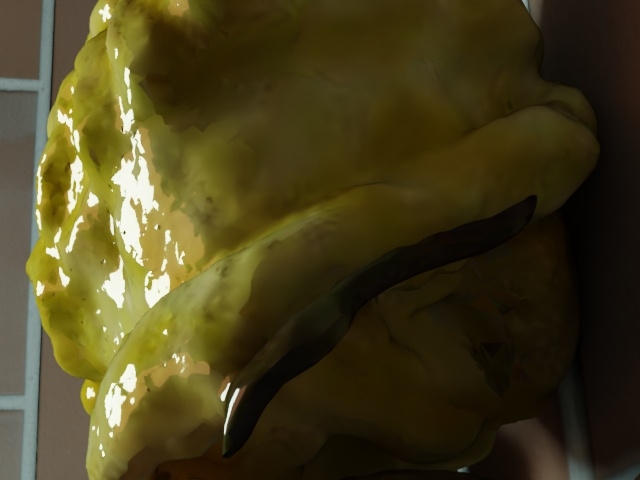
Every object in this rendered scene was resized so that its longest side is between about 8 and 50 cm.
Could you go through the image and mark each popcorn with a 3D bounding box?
[{"bbox_3d":[-0.008,-0.005,0.636,0.382,0.349,0.349,-91,5,-70],"label":"popcorn"}]

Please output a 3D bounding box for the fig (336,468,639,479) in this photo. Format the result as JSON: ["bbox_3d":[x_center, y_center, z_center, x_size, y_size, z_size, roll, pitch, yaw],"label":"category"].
[{"bbox_3d":[0.092,0.187,0.486,0.369,0.286,0.286,-48,30,24],"label":"fig"}]

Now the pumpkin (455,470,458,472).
[{"bbox_3d":[0.034,0.181,0.834,0.217,0.217,0.110,105,-171,-52],"label":"pumpkin"}]
